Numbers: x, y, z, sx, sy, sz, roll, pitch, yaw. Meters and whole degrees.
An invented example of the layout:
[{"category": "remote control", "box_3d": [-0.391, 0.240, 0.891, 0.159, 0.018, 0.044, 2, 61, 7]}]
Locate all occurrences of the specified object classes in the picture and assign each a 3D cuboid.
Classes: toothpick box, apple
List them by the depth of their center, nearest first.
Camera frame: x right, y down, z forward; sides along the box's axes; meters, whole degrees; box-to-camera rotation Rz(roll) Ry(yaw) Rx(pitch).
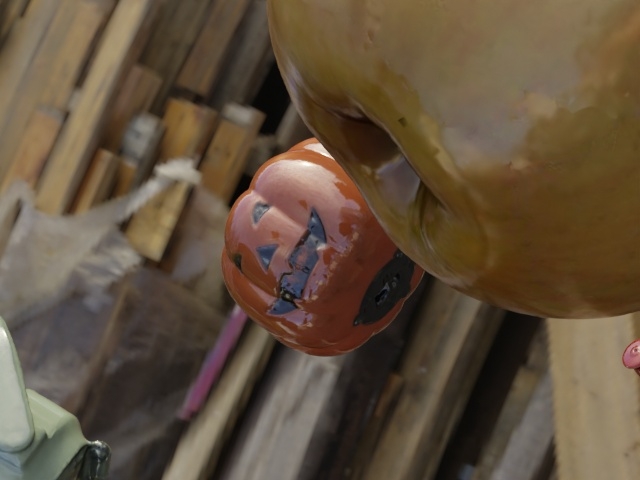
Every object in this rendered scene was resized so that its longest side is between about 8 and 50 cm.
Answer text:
[{"category": "apple", "box_3d": [0.098, -0.088, 0.565, 0.241, 0.242, 0.242, -36, 25, -26]}, {"category": "toothpick box", "box_3d": [0.416, 0.160, 1.801, 0.047, 0.083, 0.047, -35, 30, 23]}]

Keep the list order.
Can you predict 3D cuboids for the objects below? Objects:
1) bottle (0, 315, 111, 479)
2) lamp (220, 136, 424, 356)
[{"category": "bottle", "box_3d": [-0.341, 0.161, 1.222, 0.229, 0.351, 0.229, 24, -90, -83]}, {"category": "lamp", "box_3d": [0.000, 0.000, 1.243, 0.164, 0.187, 0.188, 34, 98, 28]}]
